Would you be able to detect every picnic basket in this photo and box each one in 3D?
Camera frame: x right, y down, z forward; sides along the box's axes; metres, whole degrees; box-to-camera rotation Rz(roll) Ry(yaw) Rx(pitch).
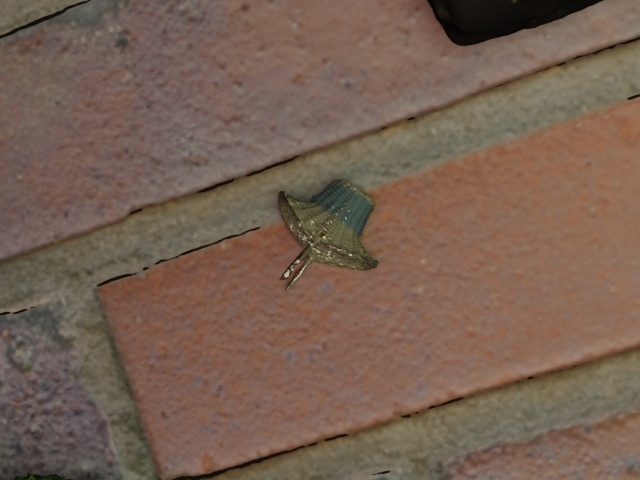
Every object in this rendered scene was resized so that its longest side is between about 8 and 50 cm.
[{"bbox_3d":[0.000,0.000,0.962,0.083,0.065,0.083,35,80,1],"label":"picnic basket"}]

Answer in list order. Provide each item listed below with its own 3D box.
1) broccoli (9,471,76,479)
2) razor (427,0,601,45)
[{"bbox_3d":[-0.193,0.280,0.944,0.270,0.270,0.270,-1,95,59],"label":"broccoli"},{"bbox_3d":[0.194,-0.253,0.862,0.327,0.107,0.189,-20,89,15],"label":"razor"}]
